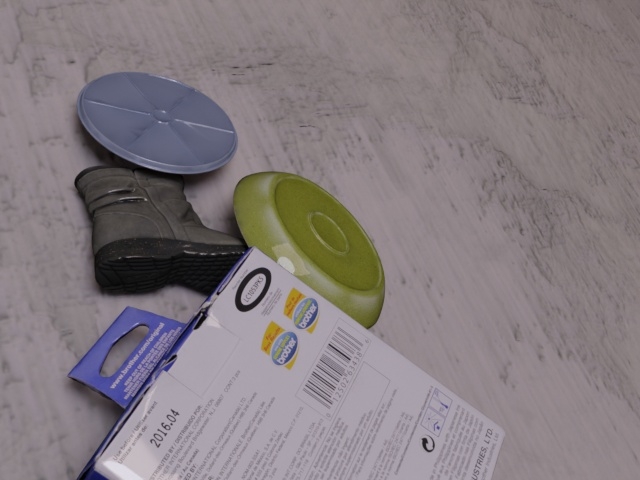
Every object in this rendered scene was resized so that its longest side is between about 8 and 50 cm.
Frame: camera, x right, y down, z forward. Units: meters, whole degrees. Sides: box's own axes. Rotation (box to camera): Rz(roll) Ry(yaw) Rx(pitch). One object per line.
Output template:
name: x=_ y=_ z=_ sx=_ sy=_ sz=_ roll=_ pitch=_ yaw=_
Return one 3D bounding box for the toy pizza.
toy pizza: x=-0.203 y=-0.144 z=0.870 sx=0.201 sy=0.032 sz=0.201 roll=17 pitch=39 yaw=-15

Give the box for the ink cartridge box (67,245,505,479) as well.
ink cartridge box: x=-0.045 y=0.196 z=0.674 sx=0.395 sy=0.151 sz=0.270 roll=37 pitch=50 yaw=-5

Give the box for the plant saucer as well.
plant saucer: x=0.000 y=0.000 z=0.842 sx=0.241 sy=0.037 sz=0.241 roll=37 pitch=26 yaw=-22

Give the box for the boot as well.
boot: x=-0.153 y=-0.023 z=0.811 sx=0.247 sy=0.083 sz=0.161 roll=5 pitch=48 yaw=-32
